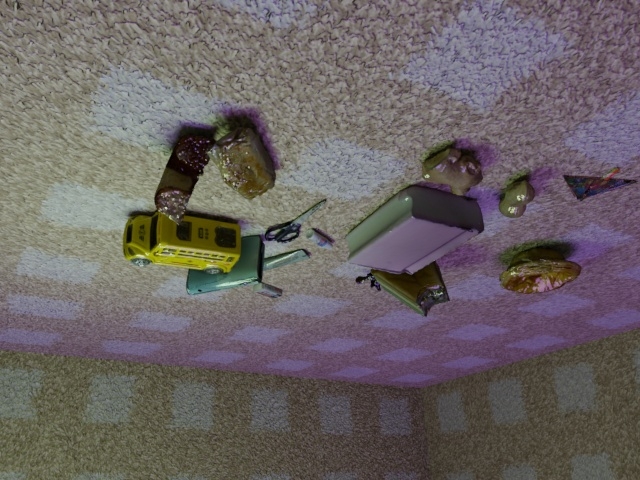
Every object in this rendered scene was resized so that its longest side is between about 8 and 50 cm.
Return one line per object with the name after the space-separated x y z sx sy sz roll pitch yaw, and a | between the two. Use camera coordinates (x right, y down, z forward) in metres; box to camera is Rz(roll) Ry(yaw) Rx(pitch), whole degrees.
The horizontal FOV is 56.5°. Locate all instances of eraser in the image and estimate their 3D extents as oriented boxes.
0.278 -0.022 1.818 0.272 0.122 0.359 11 151 -23 | eraser
-0.208 0.200 2.357 0.052 0.029 0.122 -20 150 34 | eraser

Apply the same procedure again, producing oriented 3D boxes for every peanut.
0.553 -0.116 1.677 0.082 0.082 0.187 -2 156 -1 | peanut

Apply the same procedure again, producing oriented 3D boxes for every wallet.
-0.303 0.081 1.918 0.250 0.176 0.075 -10 141 16 | wallet

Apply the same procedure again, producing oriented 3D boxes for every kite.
0.777 -0.157 1.693 0.241 0.014 0.183 6 153 -15 | kite

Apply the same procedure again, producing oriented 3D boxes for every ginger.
0.357 -0.172 1.549 0.137 0.074 0.213 -13 151 42 | ginger

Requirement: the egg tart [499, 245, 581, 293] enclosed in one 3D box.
0.780 0.103 2.140 0.294 0.116 0.295 -4 154 -2 | egg tart

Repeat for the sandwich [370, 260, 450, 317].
0.311 0.162 2.062 0.227 0.198 0.155 -21 142 13 | sandwich

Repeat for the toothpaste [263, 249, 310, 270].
-0.161 0.079 2.091 0.255 0.037 0.067 -15 147 19 | toothpaste

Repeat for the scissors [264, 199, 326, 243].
-0.066 -0.056 1.823 0.109 0.022 0.300 10 153 -33 | scissors

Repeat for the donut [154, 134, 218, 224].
-0.331 -0.153 1.420 0.085 0.217 0.141 23 179 -19 | donut

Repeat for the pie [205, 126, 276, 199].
-0.185 -0.186 1.438 0.128 0.068 0.282 -30 160 0 | pie

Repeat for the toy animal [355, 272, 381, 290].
0.237 0.127 2.199 0.202 0.070 0.105 -22 149 31 | toy animal

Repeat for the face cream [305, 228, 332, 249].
0.000 0.000 1.936 0.034 0.034 0.130 -16 153 28 | face cream

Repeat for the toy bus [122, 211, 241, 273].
-0.408 0.001 1.771 0.330 0.144 0.152 9 153 -26 | toy bus
